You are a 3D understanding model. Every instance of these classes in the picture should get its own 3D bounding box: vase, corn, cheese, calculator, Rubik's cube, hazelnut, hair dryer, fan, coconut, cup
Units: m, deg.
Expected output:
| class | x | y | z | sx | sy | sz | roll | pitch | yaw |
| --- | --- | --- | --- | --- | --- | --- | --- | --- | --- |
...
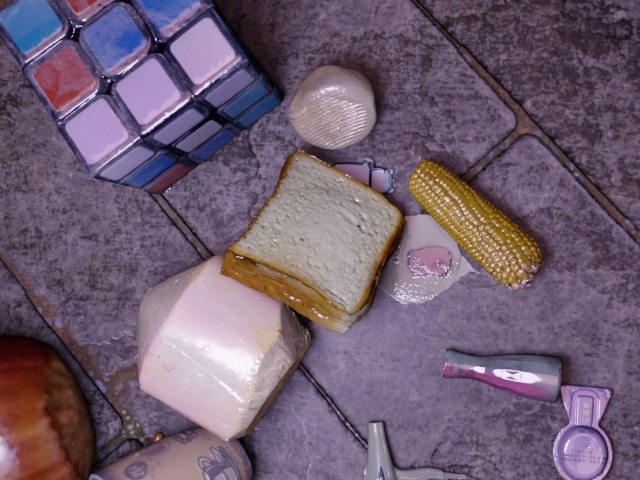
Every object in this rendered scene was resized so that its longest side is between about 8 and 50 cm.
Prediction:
| class | x | y | z | sx | sy | sz | roll | pitch | yaw |
| --- | --- | --- | --- | --- | --- | --- | --- | --- | --- |
| vase | 0.338 | 0.245 | 1.492 | 0.214 | 0.086 | 0.086 | 7 | 88 | 14 |
| corn | 0.290 | -0.034 | 1.507 | 0.305 | 0.106 | 0.106 | 44 | 94 | 13 |
| cheese | 0.487 | 0.366 | 1.477 | 0.105 | 0.042 | 0.190 | 5 | 87 | 8 |
| calculator | 0.078 | -0.119 | 1.585 | 0.141 | 0.019 | 0.094 | 2 | 87 | 8 |
| Rubik's cube | -0.318 | -0.328 | 1.491 | 0.362 | 0.363 | 0.358 | -34 | 86 | 2 |
| hazelnut | -0.628 | 0.386 | 1.485 | 0.353 | 0.421 | 0.420 | 12 | 88 | 54 |
| hair dryer | 0.169 | 0.412 | 1.526 | 0.199 | 0.067 | 0.167 | -18 | 78 | -3 |
| fan | 0.254 | 0.051 | 1.550 | 0.310 | 0.010 | 0.182 | 12 | 88 | 10 |
| coconut | -0.198 | 0.187 | 1.486 | 0.310 | 0.297 | 0.297 | 34 | 92 | 8 |
| cup | -0.264 | 0.496 | 1.505 | 0.257 | 0.301 | 0.227 | -26 | 54 | -33 |

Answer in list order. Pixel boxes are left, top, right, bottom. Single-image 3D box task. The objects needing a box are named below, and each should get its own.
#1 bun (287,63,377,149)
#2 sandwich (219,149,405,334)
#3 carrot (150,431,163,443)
| class | x | y | z | sx | sy | sz | roll | pitch | yaw |
| --- | --- | --- | --- | --- | --- | --- | --- | --- | --- |
| bun | 0.024 | -0.267 | 1.552 | 0.173 | 0.166 | 0.113 | 2 | 44 | 2 |
| sandwich | 0.000 | 0.000 | 1.467 | 0.271 | 0.099 | 0.301 | 32 | 50 | -4 |
| carrot | -0.348 | 0.509 | 1.605 | 0.043 | 0.043 | 0.247 | 9 | 86 | 10 |
